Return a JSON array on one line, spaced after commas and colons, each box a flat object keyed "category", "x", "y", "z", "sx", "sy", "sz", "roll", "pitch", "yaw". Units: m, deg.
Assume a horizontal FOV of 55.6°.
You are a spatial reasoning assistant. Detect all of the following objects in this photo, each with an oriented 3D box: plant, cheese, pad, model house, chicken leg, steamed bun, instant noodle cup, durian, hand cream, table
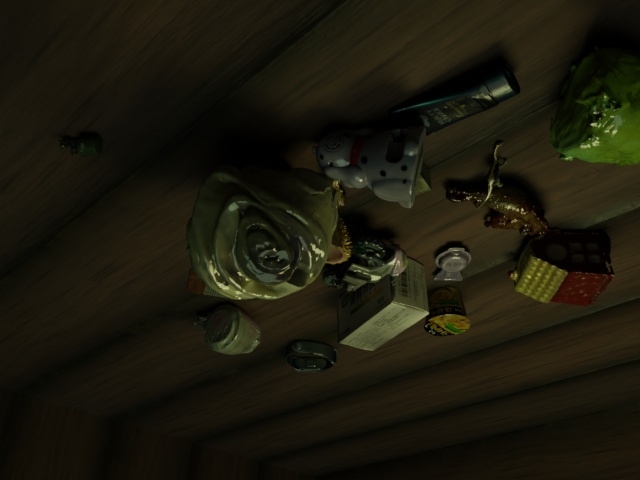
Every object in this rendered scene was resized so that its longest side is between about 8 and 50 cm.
[{"category": "plant", "x": -0.574, "y": -0.223, "z": 1.444, "sx": 0.102, "sy": 0.051, "sz": 0.051, "roll": 0, "pitch": 145, "yaw": 9}, {"category": "cheese", "x": 0.400, "y": 0.074, "z": 1.851, "sx": 0.105, "sy": 0.042, "sz": 0.191, "roll": 1, "pitch": 146, "yaw": 1}, {"category": "pad", "x": -0.289, "y": 0.124, "z": 1.926, "sx": 0.250, "sy": 0.055, "sz": 0.323, "roll": 10, "pitch": 162, "yaw": -12}, {"category": "model house", "x": 0.682, "y": 0.078, "z": 1.752, "sx": 0.254, "sy": 0.160, "sz": 0.196, "roll": 1, "pitch": 146, "yaw": 2}, {"category": "chicken leg", "x": 0.481, "y": -0.084, "z": 1.601, "sx": 0.322, "sy": 0.083, "sz": 0.177, "roll": 28, "pitch": 150, "yaw": -36}, {"category": "steamed bun", "x": -0.127, "y": -0.004, "z": 1.372, "sx": 0.394, "sy": 0.237, "sz": 0.346, "roll": -36, "pitch": 124, "yaw": 11}, {"category": "instant noodle cup", "x": 0.411, "y": 0.231, "z": 2.008, "sx": 0.152, "sy": 0.122, "sz": 0.151, "roll": -1, "pitch": 146, "yaw": -1}, {"category": "durian", "x": 0.001, "y": -0.002, "z": 1.641, "sx": 0.132, "sy": 0.165, "sz": 0.182, "roll": -19, "pitch": 160, "yaw": -49}, {"category": "hand cream", "x": 0.290, "y": -0.299, "z": 1.323, "sx": 0.271, "sy": 0.061, "sz": 0.120, "roll": -18, "pitch": 146, "yaw": 37}, {"category": "durian", "x": 0.614, "y": -0.264, "z": 1.254, "sx": 0.340, "sy": 0.204, "sz": 0.256, "roll": 4, "pitch": 160, "yaw": -20}, {"category": "table", "x": 0.221, "y": -0.155, "z": 1.510, "sx": 0.083, "sy": 0.062, "sz": 0.079, "roll": -19, "pitch": 141, "yaw": 26}]

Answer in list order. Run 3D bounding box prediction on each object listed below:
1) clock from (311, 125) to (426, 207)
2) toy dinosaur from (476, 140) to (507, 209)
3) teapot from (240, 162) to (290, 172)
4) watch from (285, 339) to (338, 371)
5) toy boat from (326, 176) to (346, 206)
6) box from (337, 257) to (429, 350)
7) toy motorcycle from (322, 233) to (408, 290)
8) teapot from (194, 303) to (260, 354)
[{"category": "clock", "x": 0.105, "y": -0.182, "z": 1.395, "sx": 0.254, "sy": 0.188, "sz": 0.189, "roll": 7, "pitch": 147, "yaw": 17}, {"category": "toy dinosaur", "x": 0.429, "y": -0.159, "z": 1.495, "sx": 0.058, "sy": 0.037, "sz": 0.180, "roll": -11, "pitch": 116, "yaw": -34}, {"category": "teapot", "x": -0.147, "y": -0.104, "z": 1.528, "sx": 0.298, "sy": 0.139, "sz": 0.204, "roll": 15, "pitch": 145, "yaw": -20}, {"category": "watch", "x": -0.034, "y": 0.458, "z": 2.389, "sx": 0.206, "sy": 0.068, "sz": 0.193, "roll": 3, "pitch": 146, "yaw": 0}, {"category": "toy boat", "x": 0.041, "y": -0.135, "z": 1.559, "sx": 0.049, "sy": 0.047, "sz": 0.149, "roll": -13, "pitch": 148, "yaw": -4}, {"category": "box", "x": 0.192, "y": 0.202, "z": 1.925, "sx": 0.145, "sy": 0.173, "sz": 0.333, "roll": 16, "pitch": 142, "yaw": -23}, {"category": "toy motorcycle", "x": 0.134, "y": 0.078, "z": 1.781, "sx": 0.188, "sy": 0.143, "sz": 0.327, "roll": 12, "pitch": 151, "yaw": -15}, {"category": "teapot", "x": -0.321, "y": 0.331, "z": 2.133, "sx": 0.222, "sy": 0.163, "sz": 0.178, "roll": -20, "pitch": 147, "yaw": 27}]
